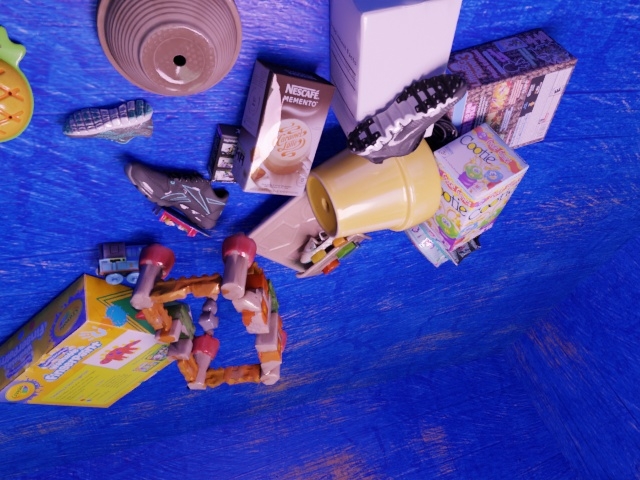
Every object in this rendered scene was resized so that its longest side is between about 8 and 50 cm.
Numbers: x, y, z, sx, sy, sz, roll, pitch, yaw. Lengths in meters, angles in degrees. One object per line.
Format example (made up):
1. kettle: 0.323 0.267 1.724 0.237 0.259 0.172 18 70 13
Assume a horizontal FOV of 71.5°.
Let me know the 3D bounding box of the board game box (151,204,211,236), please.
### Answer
1. board game box: -0.332 -0.040 1.036 0.133 0.169 0.033 35 88 -44

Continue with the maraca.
1. maraca: -0.533 -0.248 0.709 0.127 0.099 0.185 -3 117 -38

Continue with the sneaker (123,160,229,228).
1. sneaker: -0.320 -0.122 1.015 0.106 0.101 0.267 -48 145 7

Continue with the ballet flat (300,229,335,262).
1. ballet flat: 0.000 0.000 1.254 0.168 0.057 0.052 -35 120 12

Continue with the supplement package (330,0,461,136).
1. supplement package: 0.125 -0.349 0.855 0.178 0.175 0.293 -14 146 -9

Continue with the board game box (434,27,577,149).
1. board game box: 0.403 -0.330 1.062 0.291 0.141 0.232 -17 145 -6

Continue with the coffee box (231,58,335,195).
1. coffee box: -0.084 -0.226 0.922 0.141 0.098 0.246 0 123 -31

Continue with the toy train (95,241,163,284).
1. toy train: -0.487 0.056 1.160 0.184 0.080 0.105 -4 136 -24

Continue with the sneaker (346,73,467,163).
1. sneaker: 0.168 -0.219 0.836 0.234 0.078 0.106 -30 148 20

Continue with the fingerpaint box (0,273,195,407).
1. fingerpaint box: -0.674 0.324 1.343 0.445 0.163 0.371 -36 144 18

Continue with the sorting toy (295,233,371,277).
1. sorting toy: 0.038 0.049 1.293 0.229 0.041 0.307 -35 171 10

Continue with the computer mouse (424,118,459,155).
1. computer mouse: 0.226 -0.201 1.090 0.072 0.188 0.272 -32 148 -21

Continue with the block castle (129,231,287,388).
1. block castle: -0.269 0.191 1.189 0.303 0.212 0.453 -7 131 5

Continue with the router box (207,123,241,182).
1. router box: -0.158 -0.193 1.026 0.179 0.046 0.133 -1 139 -28

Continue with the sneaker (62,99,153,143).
1. sneaker: -0.402 -0.213 0.856 0.167 0.065 0.076 -12 148 -11

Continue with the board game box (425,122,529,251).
1. board game box: 0.343 -0.113 1.048 0.142 0.144 0.275 -30 156 -9

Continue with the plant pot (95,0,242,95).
1. plant pot: -0.243 -0.328 0.744 0.237 0.109 0.237 -14 146 -10

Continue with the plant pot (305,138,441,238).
1. plant pot: 0.106 -0.120 1.027 0.239 0.254 0.254 -24 147 -17

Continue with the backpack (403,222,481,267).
1. backpack: 0.346 -0.058 1.332 0.191 0.225 0.253 -34 140 8

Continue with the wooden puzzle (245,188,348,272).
1. wooden puzzle: -0.027 -0.049 1.275 0.322 0.080 0.348 -37 148 21
